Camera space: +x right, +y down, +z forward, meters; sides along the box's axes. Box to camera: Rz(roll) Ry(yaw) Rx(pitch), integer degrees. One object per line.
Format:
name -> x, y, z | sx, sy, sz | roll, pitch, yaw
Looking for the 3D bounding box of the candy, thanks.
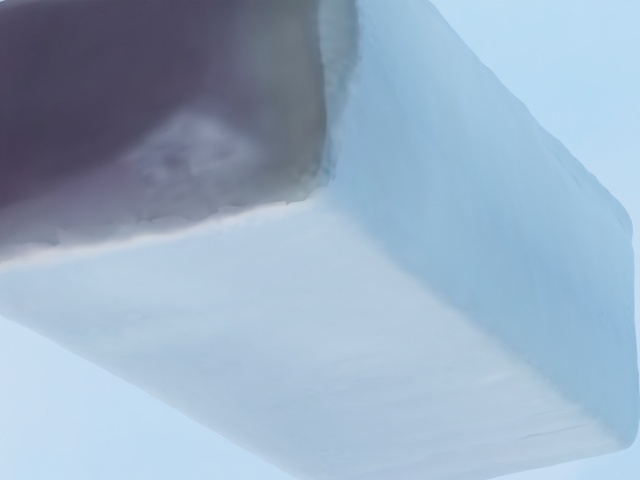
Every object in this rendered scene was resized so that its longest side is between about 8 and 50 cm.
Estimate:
candy -> -0.002, 0.002, 0.862 | 0.208, 0.359, 0.145 | -14, -119, 26
